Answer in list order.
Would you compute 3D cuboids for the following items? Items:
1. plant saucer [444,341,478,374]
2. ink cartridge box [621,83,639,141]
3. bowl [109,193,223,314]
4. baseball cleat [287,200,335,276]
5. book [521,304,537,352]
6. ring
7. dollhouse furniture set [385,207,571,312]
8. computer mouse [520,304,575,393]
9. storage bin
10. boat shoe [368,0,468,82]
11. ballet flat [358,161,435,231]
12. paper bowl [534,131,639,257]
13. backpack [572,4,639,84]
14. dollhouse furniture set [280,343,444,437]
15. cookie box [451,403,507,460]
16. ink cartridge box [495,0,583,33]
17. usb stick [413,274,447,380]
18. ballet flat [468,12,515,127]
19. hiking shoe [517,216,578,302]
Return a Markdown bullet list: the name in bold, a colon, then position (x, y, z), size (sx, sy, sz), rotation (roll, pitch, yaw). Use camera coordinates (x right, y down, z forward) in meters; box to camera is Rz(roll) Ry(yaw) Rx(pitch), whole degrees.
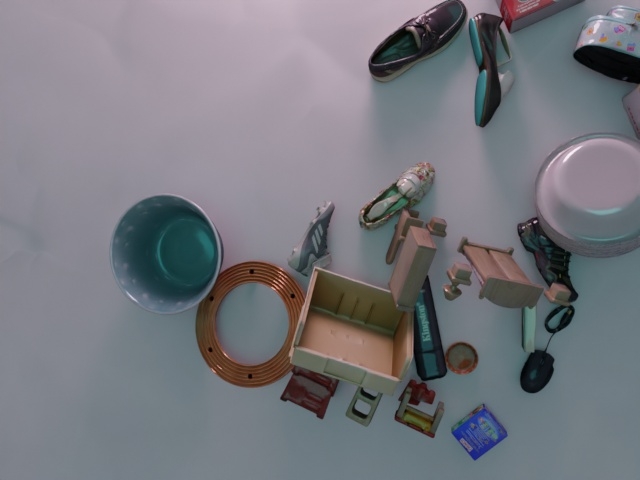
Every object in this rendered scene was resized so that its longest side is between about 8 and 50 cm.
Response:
- **plant saucer**: position (0.359, 0.299, 1.625), size (0.083, 0.013, 0.084), rotation (0, 92, 12)
- **ink cartridge box**: position (0.783, -0.258, 1.364), size (0.131, 0.306, 0.226), rotation (-22, 87, 13)
- **bowl**: position (-0.384, 0.032, 1.709), size (0.311, 0.163, 0.312), rotation (1, 92, 13)
- **baseball cleat**: position (0.000, 0.000, 1.679), size (0.109, 0.072, 0.206), rotation (33, 103, -4)
- **book**: position (0.504, 0.191, 1.547), size (0.035, 0.096, 0.144), rotation (0, 91, 13)
- **ring**: position (-0.182, 0.222, 1.709), size (0.336, 0.032, 0.337), rotation (-3, 81, 20)
- **dollhouse furniture set**: position (0.360, 0.091, 1.547), size (0.355, 0.303, 0.174), rotation (13, 115, -11)
- **computer mouse**: position (0.559, 0.267, 1.565), size (0.071, 0.041, 0.242), rotation (23, 96, 12)
- **storage bin**: position (0.076, 0.213, 1.512), size (0.262, 0.260, 0.123), rotation (18, 118, -1)
- **boat shoe**: position (0.241, -0.502, 1.588), size (0.285, 0.092, 0.103), rotation (-32, 85, 12)
- **ballet flat**: position (0.194, -0.107, 1.619), size (0.241, 0.077, 0.091), rotation (-43, 81, 10)
- **paper bowl**: position (0.631, -0.114, 1.439), size (0.284, 0.148, 0.285), rotation (-8, 66, 18)
- **backpack**: position (0.682, -0.449, 1.453), size (0.188, 0.166, 0.145), rotation (13, 93, 9)
- **dollhouse furniture set**: position (0.109, 0.382, 1.589), size (0.374, 0.201, 0.152), rotation (24, 96, 10)
- **cookie box**: position (0.399, 0.482, 1.607), size (0.107, 0.040, 0.092), rotation (-41, 83, 10)
- **ink cartridge box**: position (0.496, -0.671, 1.516), size (0.196, 0.114, 0.273), rotation (-22, 86, 13)
- **usb stick**: position (0.262, 0.218, 1.628), size (0.077, 0.045, 0.278), rotation (-11, 89, 13)
- **ballet flat**: position (0.421, -0.418, 1.554), size (0.096, 0.095, 0.281), rotation (-3, 91, 1)
- **hiking shoe**: position (0.571, 0.037, 1.532), size (0.114, 0.086, 0.227), rotation (-31, 84, 15)
